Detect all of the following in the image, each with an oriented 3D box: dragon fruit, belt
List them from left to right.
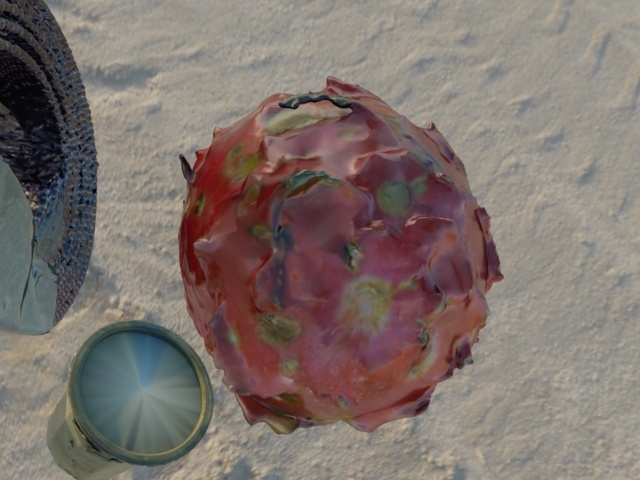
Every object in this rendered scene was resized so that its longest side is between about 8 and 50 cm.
[{"bbox_3d":[-0.269,-0.057,0.602,0.122,0.325,0.260,5,56,5],"label":"belt"},{"bbox_3d":[0.000,0.000,0.510,0.210,0.205,0.268,3,23,-29],"label":"dragon fruit"}]

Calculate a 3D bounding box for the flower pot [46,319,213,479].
[{"bbox_3d":[-0.294,0.251,1.118,0.212,0.202,0.212,26,42,-27],"label":"flower pot"}]
